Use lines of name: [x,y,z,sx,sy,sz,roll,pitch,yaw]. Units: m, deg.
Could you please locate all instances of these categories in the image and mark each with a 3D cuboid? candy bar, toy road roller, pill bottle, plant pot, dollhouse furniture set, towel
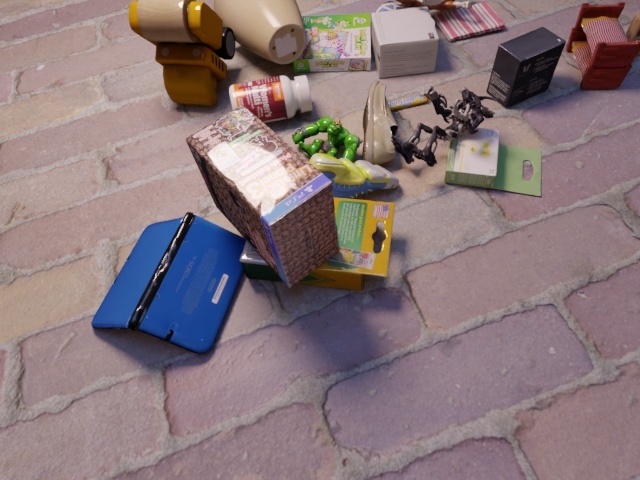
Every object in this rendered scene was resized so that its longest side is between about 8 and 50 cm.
candy bar: [0.238,-0.403,1.351,0.162,0.018,0.040,-14,56,-4]
toy road roller: [-0.385,-0.530,1.332,0.203,0.329,0.240,5,93,10]
pill bottle: [-0.141,-0.404,1.325,0.221,0.121,0.121,-12,56,-2]
plant pot: [-0.160,-0.674,1.430,0.257,0.256,0.274,-26,59,-12]
dollhouse furniture set: [0.928,-0.559,1.311,0.374,0.152,0.201,-1,56,5]
towel: [0.495,-0.728,1.543,0.197,0.029,0.144,-15,56,-2]

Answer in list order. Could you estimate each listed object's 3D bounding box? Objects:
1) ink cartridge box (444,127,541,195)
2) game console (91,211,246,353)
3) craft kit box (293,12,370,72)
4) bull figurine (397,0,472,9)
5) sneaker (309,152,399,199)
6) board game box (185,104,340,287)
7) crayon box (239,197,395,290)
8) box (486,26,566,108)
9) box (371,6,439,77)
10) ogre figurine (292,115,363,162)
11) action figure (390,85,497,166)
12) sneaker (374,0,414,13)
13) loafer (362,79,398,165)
ink cartridge box: [0.447,-0.208,1.181,0.235,0.056,0.171,9,57,14]
game console: [-0.336,0.099,1.063,0.250,0.173,0.293,27,58,-14]
craft kit box: [0.042,-0.651,1.516,0.247,0.061,0.249,1,57,3]
bull figurine: [0.373,-0.798,1.486,0.310,0.101,0.188,-11,29,-24]
sneaker: [0.074,-0.138,1.159,0.240,0.126,0.091,12,24,-17]
board game box: [-0.111,-0.089,0.945,0.141,0.232,0.291,-37,60,-17]
crayon box: [0.000,0.000,1.064,0.323,0.083,0.203,6,57,10]
box: [0.570,-0.482,1.290,0.156,0.158,0.093,-25,58,-12]
box: [0.257,-0.616,1.432,0.182,0.119,0.181,-6,55,1]
ogre figurine: [0.024,-0.262,1.237,0.118,0.097,0.197,-49,48,-4]
action figure: [0.318,-0.309,1.154,0.276,0.141,0.164,-42,39,-10]
sneaker: [0.266,-0.758,1.549,0.211,0.080,0.081,-27,57,-12]
loafer: [0.164,-0.314,1.256,0.092,0.102,0.268,6,69,-1]
